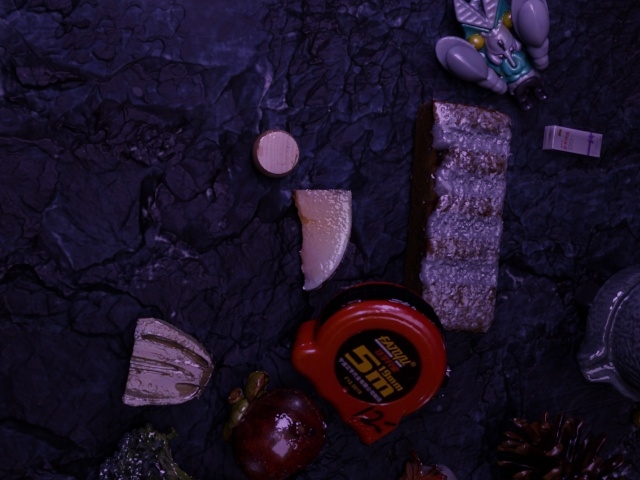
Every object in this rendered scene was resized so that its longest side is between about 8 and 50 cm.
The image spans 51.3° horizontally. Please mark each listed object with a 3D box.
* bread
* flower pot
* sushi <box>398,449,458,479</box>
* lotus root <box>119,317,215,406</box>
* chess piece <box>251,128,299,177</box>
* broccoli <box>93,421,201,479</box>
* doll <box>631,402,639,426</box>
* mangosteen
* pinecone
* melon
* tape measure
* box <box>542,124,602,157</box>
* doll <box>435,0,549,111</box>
[{"bbox_3d":[0.246,-0.038,1.220,0.165,0.113,0.416,3,93,-17],"label":"bread"},{"bbox_3d":[0.644,0.190,1.281,0.299,0.283,0.299,-3,98,-19],"label":"flower pot"},{"bbox_3d":[0.246,0.553,1.250,0.130,0.124,0.332,-37,105,-23],"label":"sushi"},{"bbox_3d":[-0.250,0.207,1.091,0.144,0.070,0.143,19,81,-14],"label":"lotus root"},{"bbox_3d":[-0.077,-0.149,1.144,0.084,0.038,0.083,-2,96,-17],"label":"chess piece"},{"bbox_3d":[-0.219,0.417,1.092,0.304,0.145,0.165,29,88,-30],"label":"broccoli"},{"bbox_3d":[0.744,0.368,1.422,0.137,0.097,0.209,-38,99,-7],"label":"doll"},{"bbox_3d":[-0.085,0.315,1.115,0.180,0.166,0.166,42,79,10],"label":"mangosteen"},{"bbox_3d":[0.447,0.446,1.251,0.264,0.264,0.264,-1,94,-18],"label":"pinecone"},{"bbox_3d":[0.007,-0.003,1.174,0.098,0.054,0.182,-6,95,-12],"label":"melon"},{"bbox_3d":[0.096,0.200,1.145,0.260,0.114,0.253,-38,105,16],"label":"tape measure"},{"bbox_3d":[0.505,-0.198,1.336,0.117,0.036,0.050,8,91,-18],"label":"box"},{"bbox_3d":[0.343,-0.360,1.208,0.258,0.153,0.195,23,113,-14],"label":"doll"}]
